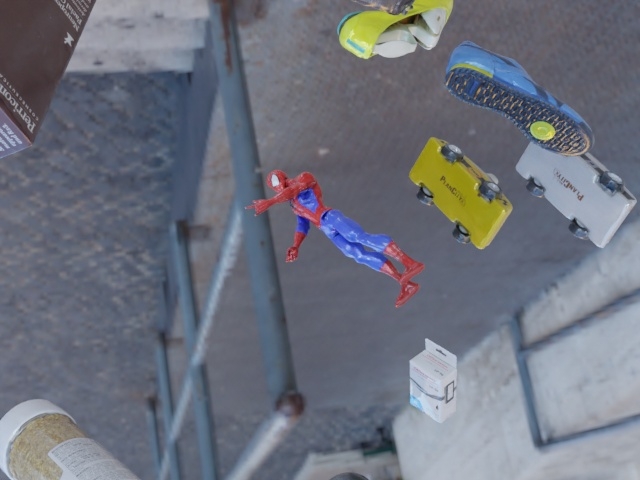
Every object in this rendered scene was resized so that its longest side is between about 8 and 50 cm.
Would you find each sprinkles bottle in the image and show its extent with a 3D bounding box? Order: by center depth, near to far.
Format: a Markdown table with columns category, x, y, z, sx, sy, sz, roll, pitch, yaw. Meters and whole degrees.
| category | x | y | z | sx | sy | sz | roll | pitch | yaw |
| --- | --- | --- | --- | --- | --- | --- | --- | --- | --- |
| sprinkles bottle | -0.317 | 0.339 | 1.598 | 0.121 | 0.121 | 0.355 | 17 | -174 | -45 |

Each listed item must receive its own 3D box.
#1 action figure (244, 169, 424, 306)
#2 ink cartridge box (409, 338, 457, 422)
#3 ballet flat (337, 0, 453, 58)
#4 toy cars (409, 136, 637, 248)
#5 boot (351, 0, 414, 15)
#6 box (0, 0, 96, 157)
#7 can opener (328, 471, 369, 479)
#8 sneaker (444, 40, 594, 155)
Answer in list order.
| category | x | y | z | sx | sy | sz | roll | pitch | yaw |
| --- | --- | --- | --- | --- | --- | --- | --- | --- | --- |
| action figure | 0.000 | 0.000 | 1.685 | 0.139 | 0.280 | 0.091 | -34 | 152 | -27 |
| ink cartridge box | 0.125 | 0.155 | 1.302 | 0.028 | 0.048 | 0.083 | -31 | 134 | -33 |
| ballet flat | 0.126 | -0.304 | 1.699 | 0.231 | 0.077 | 0.077 | -21 | 145 | -37 |
| toy cars | 0.304 | -0.077 | 1.749 | 0.087 | 0.176 | 0.393 | -4 | -178 | -44 |
| boot | 0.137 | -0.376 | 1.452 | 0.263 | 0.091 | 0.229 | 11 | 135 | -13 |
| box | -0.464 | -0.304 | 1.681 | 0.143 | 0.381 | 0.191 | -16 | 132 | 26 |
| can opener | 0.054 | 0.235 | 0.530 | 0.076 | 0.283 | 0.095 | 15 | 117 | -29 |
| sneaker | 0.255 | -0.183 | 1.464 | 0.209 | 0.082 | 0.069 | 29 | 140 | -4 |
